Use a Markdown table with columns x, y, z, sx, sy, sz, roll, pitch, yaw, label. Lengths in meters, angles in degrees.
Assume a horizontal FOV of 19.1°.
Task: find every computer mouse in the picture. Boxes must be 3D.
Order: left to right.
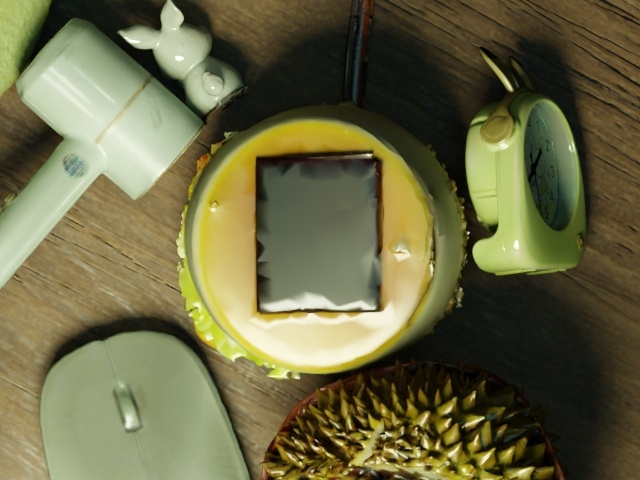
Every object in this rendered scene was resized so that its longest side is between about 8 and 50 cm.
| x | y | z | sx | sy | sz | roll | pitch | yaw | label |
| --- | --- | --- | --- | --- | --- | --- | --- | --- | --- |
| -0.169 | 0.255 | 1.917 | 0.197 | 0.095 | 0.330 | -18 | 92 | -11 | computer mouse |

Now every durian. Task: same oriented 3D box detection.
| x | y | z | sx | sy | sz | roll | pitch | yaw | label |
| --- | --- | --- | --- | --- | --- | --- | --- | --- | --- |
| 0.100 | 0.284 | 1.818 | 0.348 | 0.384 | 0.347 | 7 | 48 | -8 | durian |

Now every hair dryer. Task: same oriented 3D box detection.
| x | y | z | sx | sy | sz | roll | pitch | yaw | label |
| --- | --- | --- | --- | --- | --- | --- | --- | --- | --- |
| -0.283 | -0.042 | 1.848 | 0.173 | 0.107 | 0.357 | 41 | 66 | -7 | hair dryer |

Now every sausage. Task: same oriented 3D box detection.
| x | y | z | sx | sy | sz | roll | pitch | yaw | label |
| --- | --- | --- | --- | --- | --- | --- | --- | --- | --- |
| 0.040 | -0.198 | 1.975 | 0.025 | 0.028 | 0.198 | 5 | 90 | 25 | sausage |

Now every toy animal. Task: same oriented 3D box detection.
| x | y | z | sx | sy | sz | roll | pitch | yaw | label |
| --- | --- | --- | --- | --- | --- | --- | --- | --- | --- |
| -0.136 | -0.182 | 1.930 | 0.071 | 0.085 | 0.124 | -37 | 89 | 11 | toy animal |

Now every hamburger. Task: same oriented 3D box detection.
| x | y | z | sx | sy | sz | roll | pitch | yaw | label |
| --- | --- | --- | --- | --- | --- | --- | --- | --- | --- |
| 0.000 | 0.000 | 1.882 | 0.294 | 0.179 | 0.276 | -3 | 94 | 7 | hamburger |

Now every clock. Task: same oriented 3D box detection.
| x | y | z | sx | sy | sz | roll | pitch | yaw | label |
| --- | --- | --- | --- | --- | --- | --- | --- | --- | --- |
| 0.205 | -0.081 | 1.935 | 0.069 | 0.170 | 0.232 | -8 | 85 | 31 | clock |

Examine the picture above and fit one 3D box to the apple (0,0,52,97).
| x | y | z | sx | sy | sz | roll | pitch | yaw | label |
| --- | --- | --- | --- | --- | --- | --- | --- | --- | --- |
| -0.398 | -0.235 | 1.841 | 0.254 | 0.179 | 0.346 | 24 | 94 | -7 | apple |
